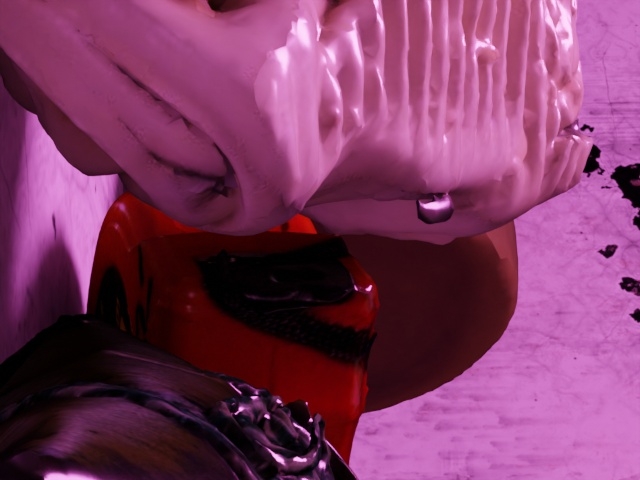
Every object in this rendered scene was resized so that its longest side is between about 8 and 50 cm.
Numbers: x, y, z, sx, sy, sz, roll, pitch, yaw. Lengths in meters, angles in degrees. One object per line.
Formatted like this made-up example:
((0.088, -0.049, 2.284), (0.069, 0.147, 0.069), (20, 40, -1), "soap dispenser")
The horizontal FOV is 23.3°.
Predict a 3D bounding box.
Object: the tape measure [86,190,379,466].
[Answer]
((-0.058, 0.080, 0.846), (0.260, 0.114, 0.253), (-125, -141, -62), "tape measure")

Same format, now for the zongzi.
((-0.072, 0.248, 0.586), (0.383, 0.362, 0.319), (51, 1, -2), "zongzi")

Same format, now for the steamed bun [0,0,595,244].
((-0.042, -0.146, 0.678), (0.347, 0.237, 0.394), (-59, 138, -33), "steamed bun")

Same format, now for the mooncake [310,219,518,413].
((0.000, 0.000, 1.140), (0.284, 0.284, 0.156), (88, 0, -50), "mooncake")
